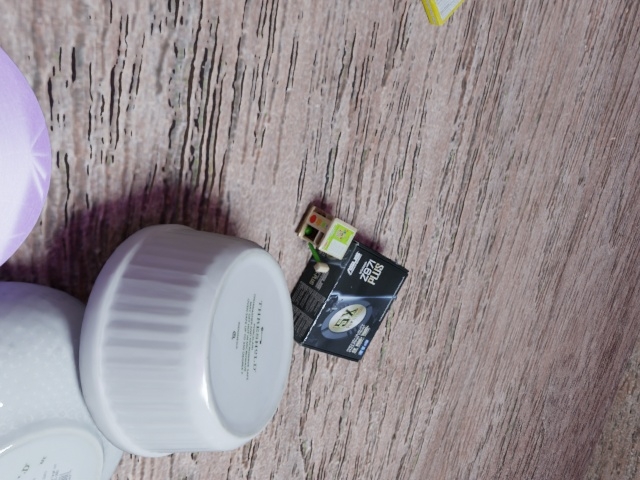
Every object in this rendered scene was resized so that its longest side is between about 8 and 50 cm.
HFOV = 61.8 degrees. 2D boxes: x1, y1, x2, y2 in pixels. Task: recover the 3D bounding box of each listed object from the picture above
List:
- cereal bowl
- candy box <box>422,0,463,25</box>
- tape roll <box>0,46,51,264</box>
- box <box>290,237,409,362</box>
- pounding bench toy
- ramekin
[{"bbox_3d":[-0.329,0.220,0.536,0.339,0.141,0.338,-31,134,-39],"label":"cereal bowl"},{"bbox_3d":[0.217,-0.430,0.794,0.206,0.027,0.105,-49,131,-11],"label":"candy box"},{"bbox_3d":[-0.379,-0.077,0.436,0.275,0.090,0.274,-18,121,-32],"label":"tape roll"},{"bbox_3d":[0.039,0.091,0.866,0.147,0.078,0.180,28,92,-43],"label":"box"},{"bbox_3d":[0.000,0.000,0.798,0.052,0.065,0.083,25,94,-44],"label":"pounding bench toy"},{"bbox_3d":[-0.130,0.114,0.616,0.273,0.127,0.272,-1,90,-69],"label":"ramekin"}]
